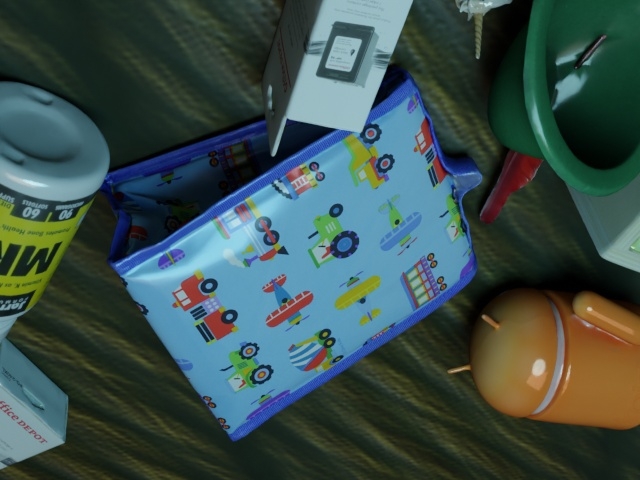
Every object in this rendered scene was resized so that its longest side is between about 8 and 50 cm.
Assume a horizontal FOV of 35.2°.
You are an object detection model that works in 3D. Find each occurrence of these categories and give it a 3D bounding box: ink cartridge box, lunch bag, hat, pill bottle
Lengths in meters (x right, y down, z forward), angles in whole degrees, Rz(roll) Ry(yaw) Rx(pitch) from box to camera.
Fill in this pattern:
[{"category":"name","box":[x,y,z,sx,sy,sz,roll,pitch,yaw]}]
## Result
[{"category":"ink cartridge box","box":[0.011,-0.153,0.715,0.060,0.104,0.180,8,130,-16]},{"category":"lunch bag","box":[0.000,0.000,0.846,0.293,0.138,0.221,-25,128,2]},{"category":"hat","box":[0.147,-0.114,0.793,0.173,0.184,0.208,-1,93,-40]},{"category":"pill bottle","box":[-0.258,-0.011,0.794,0.119,0.119,0.208,20,126,-23]},{"category":"ink cartridge box","box":[-0.337,0.170,0.978,0.150,0.063,0.109,-24,130,12]}]

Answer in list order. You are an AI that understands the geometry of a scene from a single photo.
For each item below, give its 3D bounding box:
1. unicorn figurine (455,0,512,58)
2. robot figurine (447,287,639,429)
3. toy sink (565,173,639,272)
[{"category":"unicorn figurine","box":[0.131,-0.228,0.703,0.111,0.060,0.162,-21,115,11]},{"category":"robot figurine","box":[0.238,0.111,0.964,0.219,0.158,0.128,8,88,-15]},{"category":"toy sink","box":[0.335,-0.080,0.805,0.153,0.131,0.234,19,126,-24]}]
